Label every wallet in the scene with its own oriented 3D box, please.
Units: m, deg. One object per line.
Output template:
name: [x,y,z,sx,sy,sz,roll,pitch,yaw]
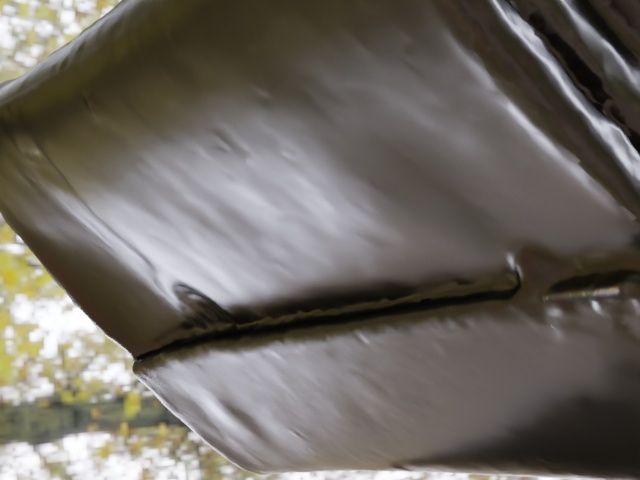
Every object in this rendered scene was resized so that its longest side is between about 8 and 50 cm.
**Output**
wallet: [-0.001,0.000,0.542,0.228,0.062,0.406,51,-24,-12]
